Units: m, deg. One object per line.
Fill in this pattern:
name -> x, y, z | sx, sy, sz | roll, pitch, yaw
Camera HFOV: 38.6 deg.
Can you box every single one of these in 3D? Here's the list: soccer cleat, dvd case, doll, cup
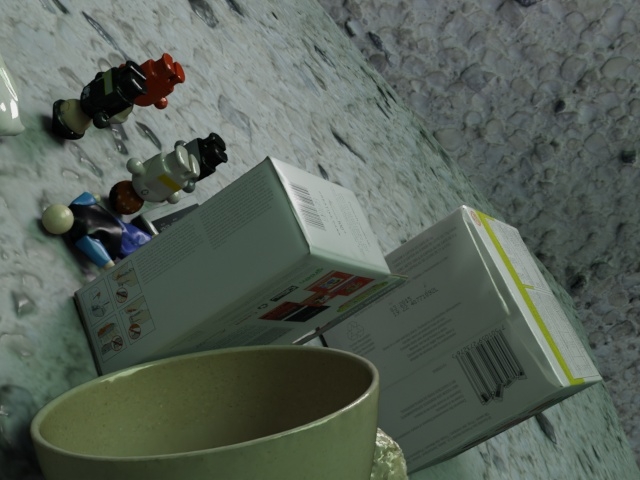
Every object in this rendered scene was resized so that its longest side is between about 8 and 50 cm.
soccer cleat -> -0.421, -0.215, 1.132 | 0.076, 0.068, 0.196 | 15, 53, -67
dvd case -> -0.168, 0.049, 1.352 | 0.238, 0.030, 0.179 | 57, 21, -1
doll -> -0.274, -0.003, 1.170 | 0.189, 0.046, 0.129 | 30, 33, -51
cup -> -0.094, 0.259, 0.891 | 0.331, 0.331, 0.236 | -26, 110, -69

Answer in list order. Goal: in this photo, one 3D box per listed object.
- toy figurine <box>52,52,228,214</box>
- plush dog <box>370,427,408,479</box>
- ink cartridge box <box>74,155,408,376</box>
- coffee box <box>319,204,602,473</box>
toy figurine -> -0.254, -0.147, 1.298 | 0.209, 0.148, 0.213 | 60, 18, -10
plush dog -> -0.002, 0.294, 1.093 | 0.262, 0.225, 0.211 | 59, 21, 5
ink cartridge box -> -0.088, 0.057, 1.127 | 0.272, 0.309, 0.130 | 18, 44, -60
coffee box -> 0.248, 0.184, 1.639 | 0.334, 0.338, 0.338 | 12, 48, -63
